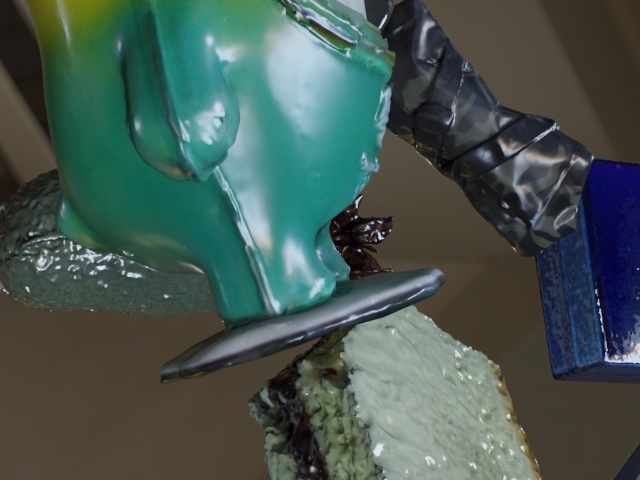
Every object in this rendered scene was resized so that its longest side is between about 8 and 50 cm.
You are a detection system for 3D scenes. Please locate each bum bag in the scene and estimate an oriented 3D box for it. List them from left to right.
[{"bbox_3d":[0.163,-0.129,1.930,0.144,0.340,0.095,-48,179,25],"label":"bum bag"}]

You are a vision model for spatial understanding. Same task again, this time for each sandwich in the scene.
[{"bbox_3d":[0.075,0.200,1.520,0.131,0.262,0.325,-41,-127,28],"label":"sandwich"}]

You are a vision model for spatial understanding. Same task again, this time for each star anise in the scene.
[{"bbox_3d":[0.001,0.000,1.772,0.168,0.168,0.057,-23,-171,19],"label":"star anise"}]

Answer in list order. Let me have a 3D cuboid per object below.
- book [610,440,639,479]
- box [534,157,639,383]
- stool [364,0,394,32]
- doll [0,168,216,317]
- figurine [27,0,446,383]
[{"bbox_3d":[0.355,0.246,1.443,0.026,0.231,0.157,-49,168,-38],"label":"book"},{"bbox_3d":[0.417,0.044,2.272,0.261,0.279,0.116,5,162,-35],"label":"box"},{"bbox_3d":[-0.026,-0.225,1.632,0.153,0.139,0.228,-44,-159,18],"label":"stool"},{"bbox_3d":[-0.233,-0.011,2.131,0.349,0.247,0.247,-12,-167,-18],"label":"doll"},{"bbox_3d":[-0.067,-0.100,1.021,0.231,0.340,0.323,-19,178,8],"label":"figurine"}]
